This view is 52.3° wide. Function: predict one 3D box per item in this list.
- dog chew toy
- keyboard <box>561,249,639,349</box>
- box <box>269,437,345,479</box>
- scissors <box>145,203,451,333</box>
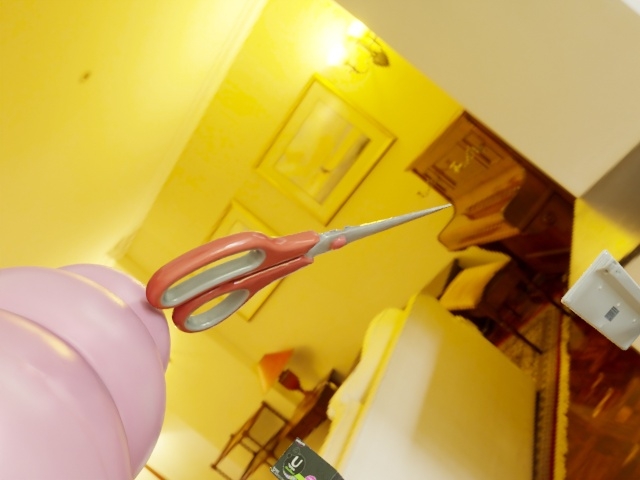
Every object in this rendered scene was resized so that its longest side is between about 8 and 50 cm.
[{"bbox_3d":[-0.196,0.110,0.417,0.206,0.207,0.332,-51,5,16],"label":"dog chew toy"},{"bbox_3d":[0.356,0.080,0.786,0.072,0.014,0.256,-48,-42,12],"label":"keyboard"},{"bbox_3d":[-0.016,0.329,0.905,0.062,0.083,0.052,-47,-42,-18],"label":"box"},{"bbox_3d":[0.000,0.000,0.550,0.297,0.021,0.109,-23,-32,-17],"label":"scissors"}]
